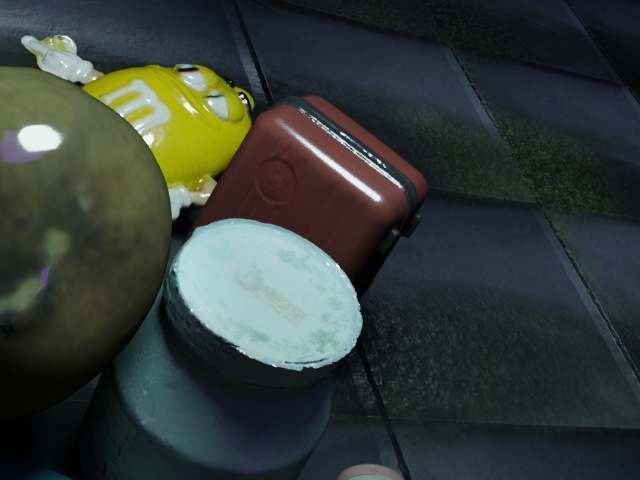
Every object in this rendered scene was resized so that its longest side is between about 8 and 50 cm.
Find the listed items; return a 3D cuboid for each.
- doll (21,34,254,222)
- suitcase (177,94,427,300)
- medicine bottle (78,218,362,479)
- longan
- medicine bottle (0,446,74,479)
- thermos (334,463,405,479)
[{"bbox_3d":[-0.283,-0.134,1.482,0.348,0.161,0.423,22,44,-7],"label":"doll"},{"bbox_3d":[-0.029,-0.013,1.390,0.236,0.297,0.161,39,29,11],"label":"suitcase"},{"bbox_3d":[-0.100,0.147,1.152,0.245,0.290,0.245,18,38,-15],"label":"medicine bottle"},{"bbox_3d":[-0.289,0.002,1.002,0.319,0.319,0.319,19,38,-15],"label":"longan"},{"bbox_3d":[-0.295,0.237,1.056,0.258,0.124,0.079,28,25,-6],"label":"medicine bottle"},{"bbox_3d":[0.057,0.354,1.146,0.176,0.146,0.265,20,31,-3],"label":"thermos"}]
